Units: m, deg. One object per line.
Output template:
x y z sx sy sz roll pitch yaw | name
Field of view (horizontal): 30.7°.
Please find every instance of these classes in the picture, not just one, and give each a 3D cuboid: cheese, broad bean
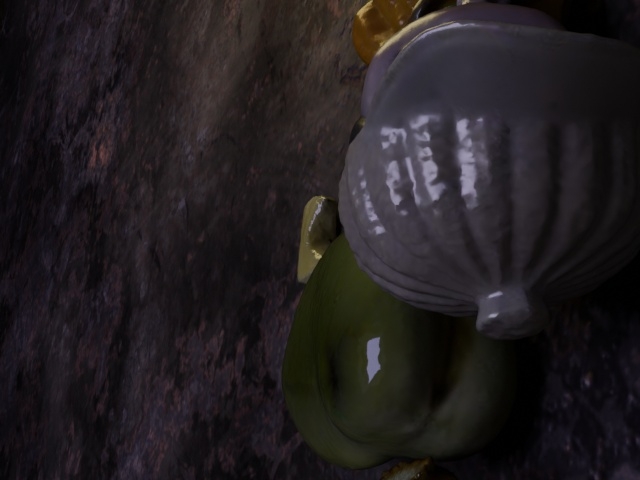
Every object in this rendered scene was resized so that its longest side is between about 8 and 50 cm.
0.000 0.000 1.020 0.044 0.030 0.083 133 146 -57 | cheese
0.034 0.069 0.825 0.263 0.121 0.189 -3 77 66 | broad bean

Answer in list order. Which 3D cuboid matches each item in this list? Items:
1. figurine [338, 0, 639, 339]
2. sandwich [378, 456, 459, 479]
0.103 -0.088 0.727 0.332 0.185 0.204 -84 -23 -59 | figurine
0.007 0.239 0.716 0.214 0.065 0.186 -48 -5 -23 | sandwich
